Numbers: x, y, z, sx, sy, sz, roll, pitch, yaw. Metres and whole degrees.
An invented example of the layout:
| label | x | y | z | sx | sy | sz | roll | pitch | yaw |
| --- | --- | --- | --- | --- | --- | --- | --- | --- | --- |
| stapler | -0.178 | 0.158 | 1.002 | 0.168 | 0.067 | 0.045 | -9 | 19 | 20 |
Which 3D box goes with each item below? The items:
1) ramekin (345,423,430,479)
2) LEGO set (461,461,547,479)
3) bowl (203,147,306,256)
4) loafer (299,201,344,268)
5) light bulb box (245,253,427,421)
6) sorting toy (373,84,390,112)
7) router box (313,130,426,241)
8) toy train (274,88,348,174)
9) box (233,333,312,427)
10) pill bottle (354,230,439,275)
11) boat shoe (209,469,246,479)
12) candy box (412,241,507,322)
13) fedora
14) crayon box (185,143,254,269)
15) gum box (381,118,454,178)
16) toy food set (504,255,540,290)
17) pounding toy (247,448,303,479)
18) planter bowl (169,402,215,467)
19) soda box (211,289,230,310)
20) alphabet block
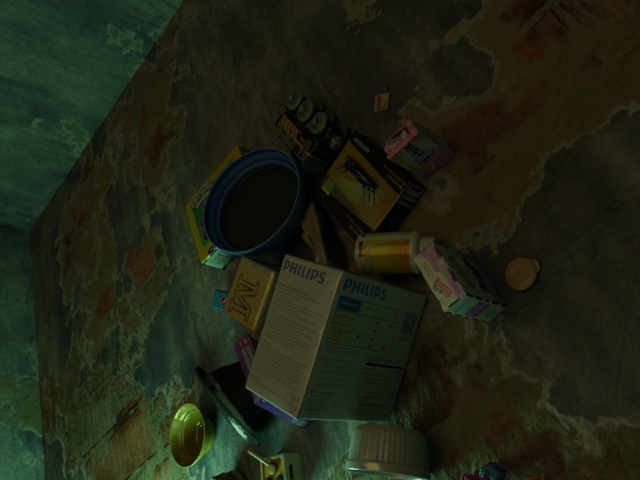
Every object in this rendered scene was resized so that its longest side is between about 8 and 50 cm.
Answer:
| label | x | y | z | sx | sy | sz | roll | pitch | yaw |
| --- | --- | --- | --- | --- | --- | --- | --- | --- | --- |
| ramekin | 0.168 | 0.520 | 1.476 | 0.207 | 0.207 | 0.109 | -16 | 57 | 42 |
| LEGO set | 0.428 | 0.539 | 1.294 | 0.227 | 0.093 | 0.087 | 31 | 131 | 41 |
| bowl | -0.218 | -0.124 | 2.021 | 0.391 | 0.077 | 0.390 | -14 | 60 | 26 |
| loafer | 0.000 | 0.000 | 1.890 | 0.092 | 0.102 | 0.268 | -43 | 41 | 29 |
| light bulb box | 0.047 | 0.258 | 1.563 | 0.225 | 0.358 | 0.360 | 16 | 88 | 46 |
| sorting toy | 0.193 | -0.448 | 1.892 | 0.062 | 0.012 | 0.083 | -4 | 75 | 45 |
| router box | 0.138 | -0.148 | 1.802 | 0.242 | 0.081 | 0.309 | -56 | 45 | 17 |
| toy train | -0.046 | -0.368 | 2.013 | 0.190 | 0.142 | 0.334 | -54 | 46 | 17 |
| box | -0.131 | 0.413 | 1.747 | 0.057 | 0.293 | 0.200 | -33 | 52 | 6 |
| pill bottle | 0.209 | 0.034 | 1.621 | 0.215 | 0.117 | 0.117 | -3 | 74 | 25 |
| boat shoe | -0.259 | 0.862 | 1.858 | 0.123 | 0.116 | 0.324 | -58 | 45 | 15 |
| candy box | 0.335 | 0.101 | 1.436 | 0.070 | 0.196 | 0.164 | -46 | 50 | 26 |
| fedora | -0.252 | 0.489 | 1.917 | 0.153 | 0.334 | 0.334 | -38 | 44 | -13 |
| crayon box | -0.345 | -0.126 | 2.271 | 0.363 | 0.106 | 0.313 | -44 | 49 | 25 |
| gum box | 0.263 | -0.247 | 1.627 | 0.107 | 0.188 | 0.062 | -42 | 51 | 28 |
| toy food set | 0.476 | 0.078 | 1.428 | 0.083 | 0.020 | 0.083 | 18 | 91 | 47 |
| pounding toy | -0.135 | 0.687 | 1.799 | 0.130 | 0.100 | 0.141 | -28 | 59 | 36 |
| planter bowl | -0.435 | 0.683 | 2.114 | 0.217 | 0.090 | 0.217 | -16 | 67 | 42 |
| soda box | -0.297 | 0.225 | 2.137 | 0.210 | 0.067 | 0.071 | 5 | 81 | 46 |
| alphabet block | -0.164 | 0.181 | 1.929 | 0.193 | 0.192 | 0.197 | 21 | 91 | 49 |
